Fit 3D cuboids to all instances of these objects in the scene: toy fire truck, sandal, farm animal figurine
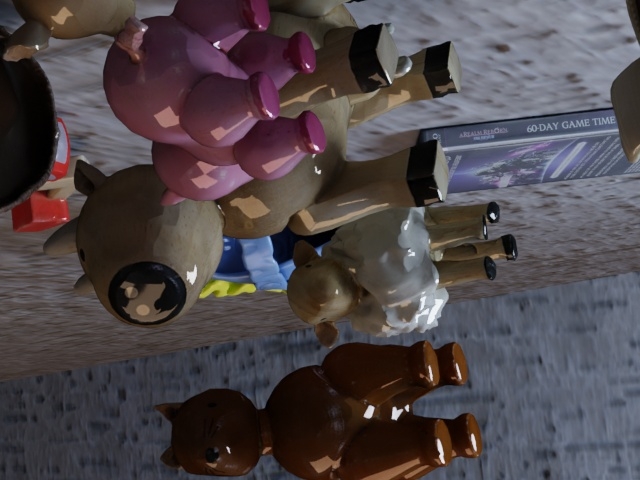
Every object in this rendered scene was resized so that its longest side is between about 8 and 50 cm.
[{"bbox_3d":[-0.227,-0.050,0.941,0.135,0.047,0.192,1,167,-41],"label":"toy fire truck"},{"bbox_3d":[0.000,0.000,1.195,0.318,0.126,0.138,-2,166,-32],"label":"sandal"},{"bbox_3d":[-0.047,-0.054,0.553,0.172,0.330,0.327,-13,-163,21],"label":"farm animal figurine"}]

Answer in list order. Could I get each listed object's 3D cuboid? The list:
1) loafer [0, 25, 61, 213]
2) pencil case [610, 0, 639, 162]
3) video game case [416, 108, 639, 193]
[{"bbox_3d":[-0.197,-0.078,0.520,0.130,0.133,0.366,-9,171,14],"label":"loafer"},{"bbox_3d":[0.318,-0.129,0.488,0.411,0.159,0.183,-5,154,-10],"label":"pencil case"},{"bbox_3d":[0.221,-0.082,1.132,0.274,0.026,0.196,-6,171,-1],"label":"video game case"}]
